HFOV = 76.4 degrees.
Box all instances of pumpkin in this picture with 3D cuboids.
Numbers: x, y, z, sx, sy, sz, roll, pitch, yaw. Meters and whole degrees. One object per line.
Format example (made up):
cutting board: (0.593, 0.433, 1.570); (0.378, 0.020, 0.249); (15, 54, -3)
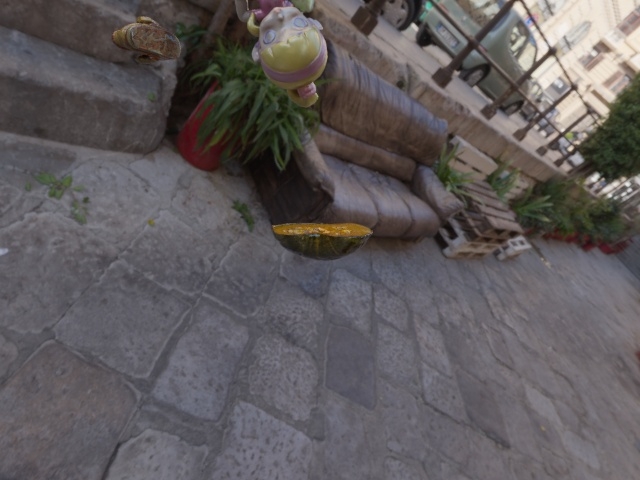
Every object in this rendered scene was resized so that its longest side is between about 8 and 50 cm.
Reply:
pumpkin: (0.000, 0.001, 0.334); (0.084, 0.028, 0.050); (7, 16, 10)

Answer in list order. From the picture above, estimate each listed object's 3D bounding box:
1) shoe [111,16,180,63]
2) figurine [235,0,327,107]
shoe: (-0.295, -0.342, 0.695); (0.069, 0.072, 0.109); (12, 34, 26)
figurine: (-0.042, -0.221, 0.384); (0.083, 0.083, 0.187); (-25, 92, -58)
